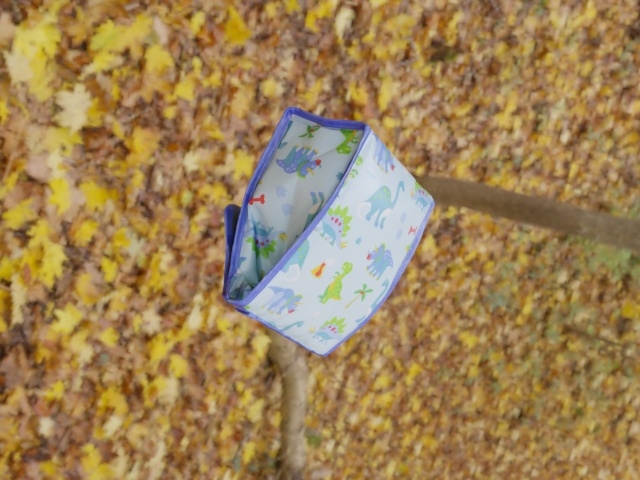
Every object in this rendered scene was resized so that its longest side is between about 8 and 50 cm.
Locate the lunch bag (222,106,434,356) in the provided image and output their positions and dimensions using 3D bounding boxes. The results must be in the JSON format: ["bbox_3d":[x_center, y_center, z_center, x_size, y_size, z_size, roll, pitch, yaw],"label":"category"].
[{"bbox_3d":[0.000,0.000,0.684,0.129,0.096,0.151,37,73,-51],"label":"lunch bag"}]
